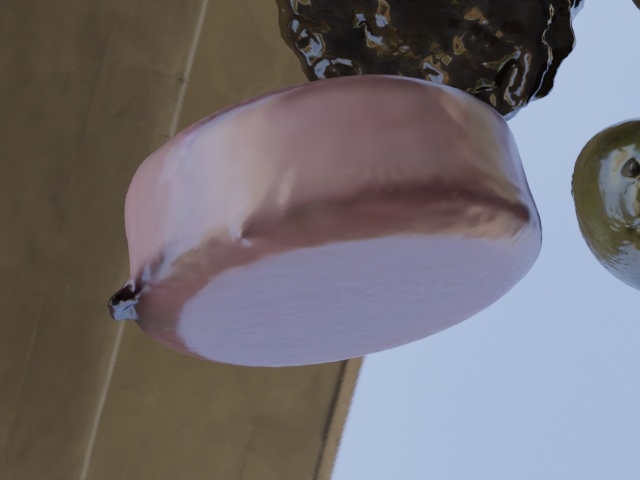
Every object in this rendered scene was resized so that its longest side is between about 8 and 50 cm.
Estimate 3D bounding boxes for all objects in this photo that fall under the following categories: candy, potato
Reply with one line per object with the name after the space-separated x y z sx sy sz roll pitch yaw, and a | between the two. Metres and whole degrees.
0.000 0.000 0.528 0.255 0.255 0.094 1 -116 -24 | candy
0.345 -0.039 0.924 0.159 0.174 0.251 -54 -34 0 | potato

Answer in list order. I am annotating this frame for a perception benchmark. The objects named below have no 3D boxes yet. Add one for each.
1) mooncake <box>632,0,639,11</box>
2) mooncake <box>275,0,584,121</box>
0.472 -0.373 0.989 0.306 0.154 0.306 -13 -64 -27 | mooncake
0.112 -0.265 0.930 0.324 0.324 0.187 47 -138 -22 | mooncake
